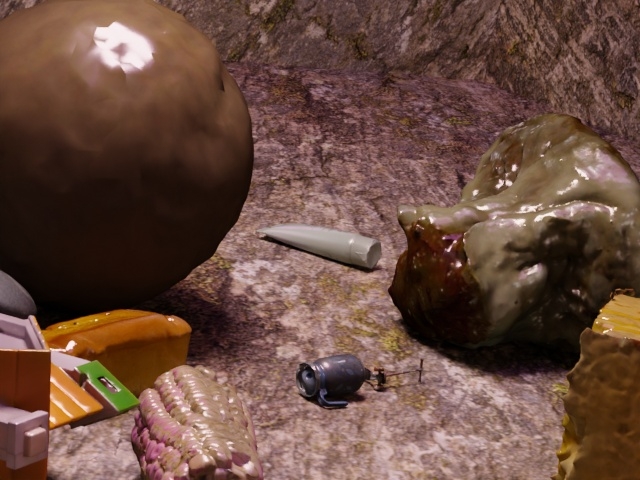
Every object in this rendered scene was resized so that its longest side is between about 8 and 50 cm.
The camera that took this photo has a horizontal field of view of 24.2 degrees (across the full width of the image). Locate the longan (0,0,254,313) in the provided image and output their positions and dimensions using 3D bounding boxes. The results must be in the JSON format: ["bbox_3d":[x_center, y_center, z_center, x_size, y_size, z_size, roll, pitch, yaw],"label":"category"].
[{"bbox_3d":[-0.302,-0.104,1.916,0.435,0.404,0.404,-16,3,27],"label":"longan"}]

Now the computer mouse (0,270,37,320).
[{"bbox_3d":[-0.505,0.055,1.664,0.373,0.114,0.203,1,3,-15],"label":"computer mouse"}]

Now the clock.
[{"bbox_3d":[-0.350,0.154,1.429,0.309,0.166,0.235,11,14,30],"label":"clock"}]

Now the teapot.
[{"bbox_3d":[0.014,0.173,1.825,0.083,0.064,0.049,-6,-9,-38],"label":"teapot"}]

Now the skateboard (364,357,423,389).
[{"bbox_3d":[0.088,0.167,1.915,0.083,0.032,0.064,-4,11,-34],"label":"skateboard"}]

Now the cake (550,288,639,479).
[{"bbox_3d":[0.396,0.189,1.678,0.227,0.222,0.286,17,16,17],"label":"cake"}]

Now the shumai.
[{"bbox_3d":[0.257,0.013,2.110,0.323,0.324,0.397,-15,25,-22],"label":"shumai"}]

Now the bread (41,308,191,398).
[{"bbox_3d":[-0.248,0.131,1.705,0.102,0.094,0.245,15,16,37],"label":"bread"}]

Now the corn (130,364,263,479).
[{"bbox_3d":[-0.117,0.202,1.393,0.126,0.127,0.335,8,5,-8],"label":"corn"}]

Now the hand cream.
[{"bbox_3d":[0.000,0.000,2.403,0.204,0.050,0.078,14,18,30],"label":"hand cream"}]
